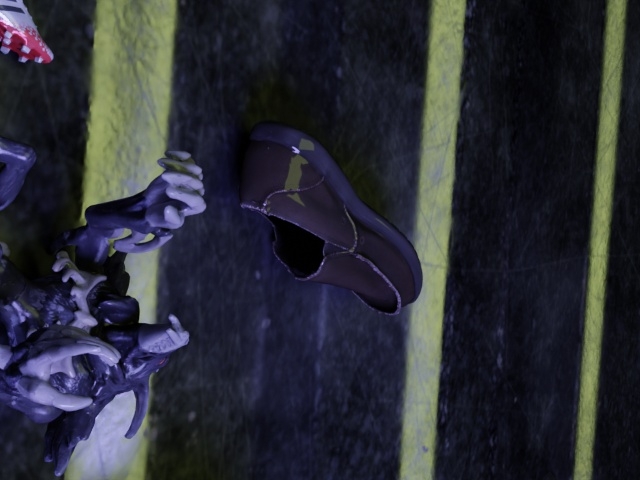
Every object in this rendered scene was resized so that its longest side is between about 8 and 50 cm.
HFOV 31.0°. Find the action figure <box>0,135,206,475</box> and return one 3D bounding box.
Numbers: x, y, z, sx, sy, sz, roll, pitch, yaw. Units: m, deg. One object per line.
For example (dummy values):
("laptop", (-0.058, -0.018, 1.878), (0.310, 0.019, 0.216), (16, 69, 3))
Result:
("action figure", (-0.143, 0.020, 0.624), (0.275, 0.141, 0.164), (49, 44, -43))

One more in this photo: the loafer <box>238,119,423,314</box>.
("loafer", (0.000, 0.000, 0.881), (0.220, 0.080, 0.078), (46, 67, -40))

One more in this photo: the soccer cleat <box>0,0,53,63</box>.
("soccer cleat", (-0.178, -0.132, 0.651), (0.083, 0.029, 0.035), (42, 65, -43))
